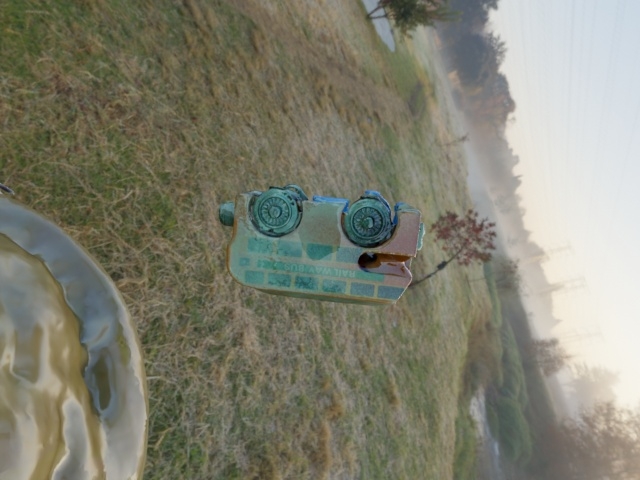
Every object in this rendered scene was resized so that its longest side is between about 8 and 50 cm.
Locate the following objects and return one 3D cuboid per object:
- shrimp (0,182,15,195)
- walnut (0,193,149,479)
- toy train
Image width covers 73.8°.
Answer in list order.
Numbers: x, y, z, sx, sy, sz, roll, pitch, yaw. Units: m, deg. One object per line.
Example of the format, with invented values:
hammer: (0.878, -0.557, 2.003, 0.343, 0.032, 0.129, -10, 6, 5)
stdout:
shrimp: (-0.682, -0.089, 0.822, 0.145, 0.116, 0.343, -31, 64, -30)
walnut: (-0.322, 0.153, 0.312, 0.383, 0.384, 0.383, 47, 33, -44)
toy train: (0.000, 0.000, 0.398, 0.072, 0.188, 0.099, -62, 156, -76)
